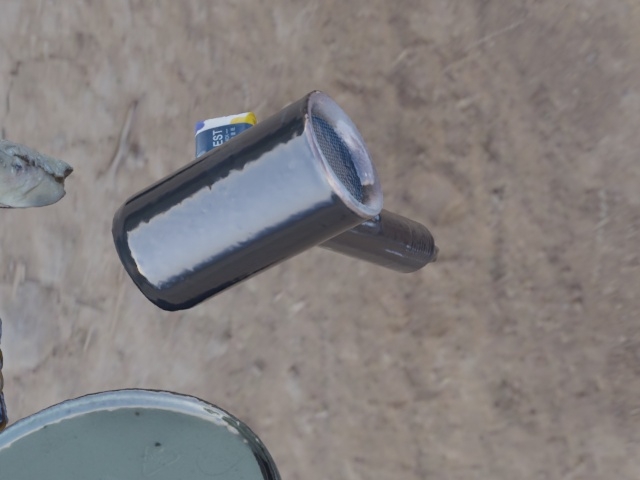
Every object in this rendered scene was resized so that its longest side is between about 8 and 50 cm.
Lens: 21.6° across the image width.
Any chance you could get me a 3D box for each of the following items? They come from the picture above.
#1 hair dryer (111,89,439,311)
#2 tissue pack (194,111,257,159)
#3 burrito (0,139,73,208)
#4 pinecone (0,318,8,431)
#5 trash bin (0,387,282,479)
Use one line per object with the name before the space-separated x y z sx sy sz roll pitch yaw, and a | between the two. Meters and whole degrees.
hair dryer | 0.000 0.000 0.926 0.128 0.255 0.070 -27 69 19
tissue pack | -0.087 -0.080 1.580 0.062 0.042 0.083 -9 44 4
burrito | -0.309 -0.069 1.596 0.058 0.229 0.063 -17 78 18
pinecone | -0.422 0.146 1.584 0.244 0.257 0.243 7 113 16
trash bin | -0.103 0.336 1.146 0.280 0.432 0.280 -7 40 6
